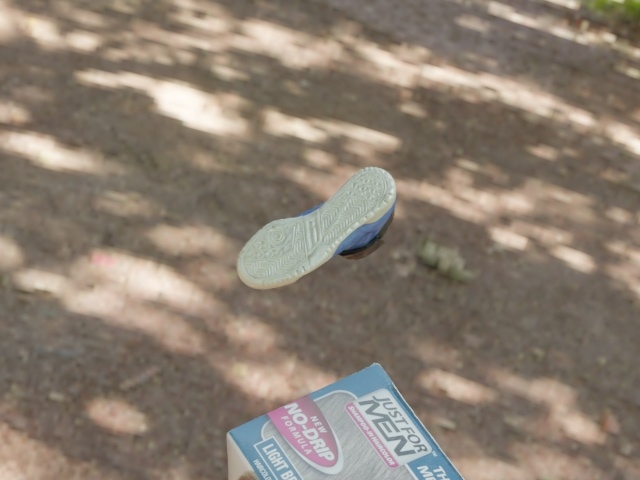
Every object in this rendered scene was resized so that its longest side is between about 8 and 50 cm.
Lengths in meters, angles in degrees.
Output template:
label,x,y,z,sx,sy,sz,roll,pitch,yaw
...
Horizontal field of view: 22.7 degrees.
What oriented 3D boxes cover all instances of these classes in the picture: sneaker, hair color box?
label,x,y,z,sx,sy,sz,roll,pitch,yaw
sneaker,0.001,0.001,1.361,0.058,0.152,0.084,51,-7,19
hair color box,0.028,0.256,0.962,0.105,0.347,0.174,-22,51,-21
